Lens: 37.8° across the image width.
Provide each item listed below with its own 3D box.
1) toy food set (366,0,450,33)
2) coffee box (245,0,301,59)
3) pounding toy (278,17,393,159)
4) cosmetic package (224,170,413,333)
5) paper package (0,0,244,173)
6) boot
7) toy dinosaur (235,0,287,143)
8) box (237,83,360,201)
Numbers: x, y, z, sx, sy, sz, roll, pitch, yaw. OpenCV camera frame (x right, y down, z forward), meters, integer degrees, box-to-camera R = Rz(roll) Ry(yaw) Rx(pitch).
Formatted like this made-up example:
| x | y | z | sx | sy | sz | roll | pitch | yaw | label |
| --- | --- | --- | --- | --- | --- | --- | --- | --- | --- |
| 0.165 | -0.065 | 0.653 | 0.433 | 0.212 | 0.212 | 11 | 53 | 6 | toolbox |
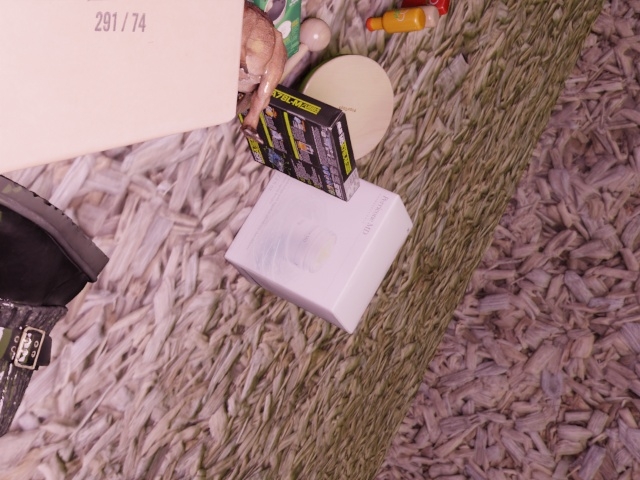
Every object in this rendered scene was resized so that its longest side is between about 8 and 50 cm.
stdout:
| x | y | z | sx | sy | sz | roll | pitch | yaw | label |
| --- | --- | --- | --- | --- | --- | --- | --- | --- | --- |
| 0.167 | -0.460 | 1.683 | 0.111 | 0.104 | 0.232 | 37 | 61 | -53 | toy food set |
| -0.069 | -0.325 | 1.289 | 0.113 | 0.040 | 0.184 | -46 | 152 | -42 | coffee box |
| 0.000 | -0.242 | 1.538 | 0.237 | 0.110 | 0.183 | 38 | 89 | -37 | pounding toy |
| 0.000 | 0.000 | 1.588 | 0.224 | 0.224 | 0.138 | -60 | 157 | -12 | cosmetic package |
| -0.231 | -0.243 | 0.859 | 0.325 | 0.168 | 0.309 | -21 | 127 | -48 | paper package |
| -0.370 | 0.066 | 0.990 | 0.260 | 0.131 | 0.348 | -58 | 157 | -14 | boot |
| -0.091 | -0.258 | 1.201 | 0.296 | 0.127 | 0.200 | 75 | 37 | -64 | toy dinosaur |
| -0.037 | -0.155 | 1.406 | 0.045 | 0.184 | 0.191 | -52 | 153 | -21 | box |
